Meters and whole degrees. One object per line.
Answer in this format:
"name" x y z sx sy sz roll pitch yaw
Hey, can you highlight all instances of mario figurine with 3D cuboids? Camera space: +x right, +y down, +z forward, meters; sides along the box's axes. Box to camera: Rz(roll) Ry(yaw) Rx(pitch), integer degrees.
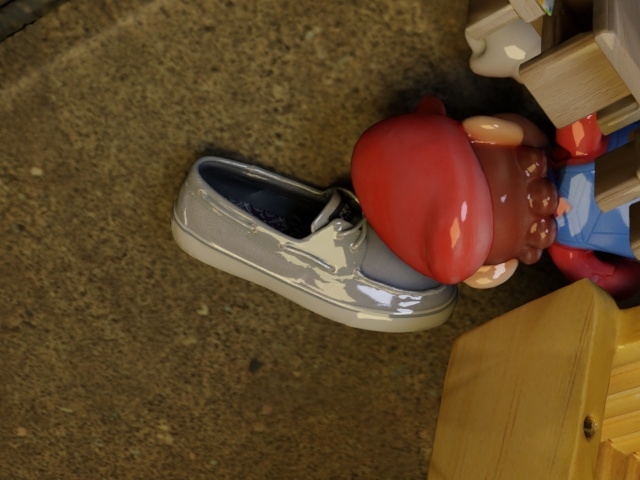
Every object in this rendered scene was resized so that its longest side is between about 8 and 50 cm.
"mario figurine" 0.181 -0.054 0.945 0.320 0.198 0.170 1 171 2

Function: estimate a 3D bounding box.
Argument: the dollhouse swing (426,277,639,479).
"dollhouse swing" 0.295 0.194 0.931 0.305 0.315 0.347 -6 154 42

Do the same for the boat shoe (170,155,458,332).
"boat shoe" 0.000 -0.001 1.028 0.227 0.079 0.081 19 135 0

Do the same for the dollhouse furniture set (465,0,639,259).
"dollhouse furniture set" 0.191 -0.157 0.751 0.161 0.242 0.212 -26 120 29
